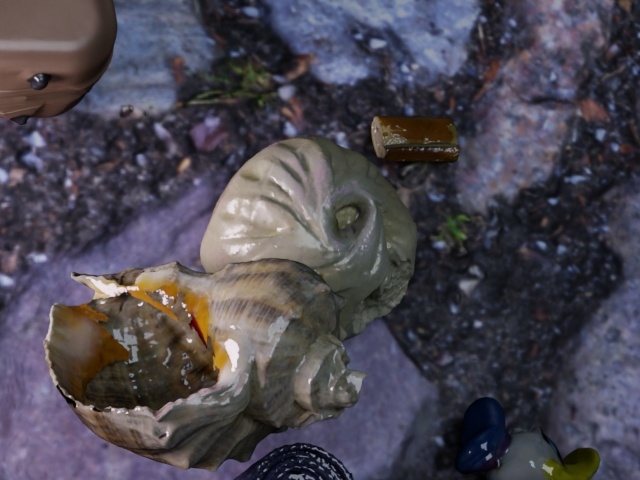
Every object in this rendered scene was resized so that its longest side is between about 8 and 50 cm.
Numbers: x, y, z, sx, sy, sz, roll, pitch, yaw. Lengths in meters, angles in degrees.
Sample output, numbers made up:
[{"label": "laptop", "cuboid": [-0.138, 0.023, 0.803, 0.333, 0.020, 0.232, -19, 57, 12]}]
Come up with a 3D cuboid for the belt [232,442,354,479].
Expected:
[{"label": "belt", "cuboid": [-0.017, 0.289, 1.433, 0.139, 0.126, 0.230, -1, 71, -19]}]

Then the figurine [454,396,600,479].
[{"label": "figurine", "cuboid": [0.222, 0.275, 1.495, 0.283, 0.204, 0.338, -26, 68, 0]}]

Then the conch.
[{"label": "conch", "cuboid": [-0.092, 0.109, 1.435, 0.210, 0.291, 0.159, -56, 135, -28]}]

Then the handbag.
[{"label": "handbag", "cuboid": [-0.339, -0.246, 1.496, 0.302, 0.149, 0.283, -2, 75, -19]}]

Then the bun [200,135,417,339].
[{"label": "bun", "cuboid": [0.000, 0.000, 1.541, 0.193, 0.128, 0.178, 39, 62, -6]}]

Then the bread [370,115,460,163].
[{"label": "bread", "cuboid": [0.092, -0.099, 1.660, 0.083, 0.036, 0.047, 0, 69, -22]}]
